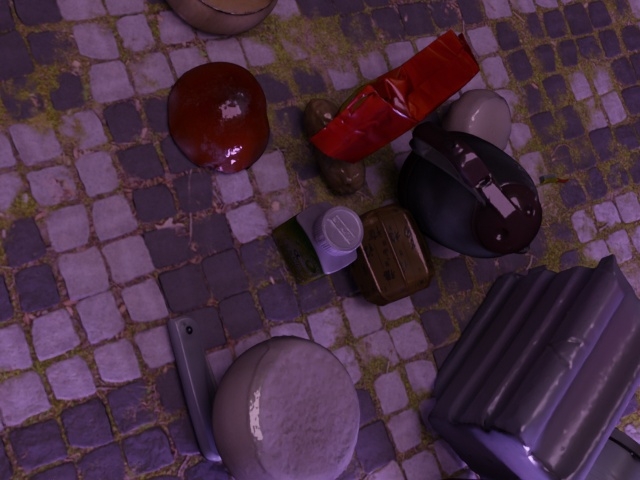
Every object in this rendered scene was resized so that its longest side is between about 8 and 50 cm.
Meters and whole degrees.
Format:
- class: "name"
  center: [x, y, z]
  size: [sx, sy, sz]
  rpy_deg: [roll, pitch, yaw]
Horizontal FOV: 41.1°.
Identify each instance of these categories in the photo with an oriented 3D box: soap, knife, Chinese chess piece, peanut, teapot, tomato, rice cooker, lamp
- class: "soap"
  center: [0.435, 0.265, 1.698]
  size: [0.213, 0.350, 0.435]
  rpy_deg: [48, 63, -17]
- class: "knife"
  center: [-0.214, 0.264, 1.533]
  size: [0.073, 0.040, 0.266]
  rpy_deg: [-14, 83, -40]
- class: "Chinese chess piece"
  center: [-0.200, -0.541, 1.709]
  size: [0.257, 0.104, 0.257]
  rpy_deg: [7, 73, -25]
- class: "peanut"
  center: [0.029, -0.195, 1.742]
  size: [0.099, 0.099, 0.214]
  rpy_deg: [-13, 79, -29]
- class: "teapot"
  center: [0.289, -0.106, 1.672]
  size: [0.233, 0.312, 0.315]
  rpy_deg: [-42, 114, -2]
- class: "tomato"
  center: [-0.188, -0.249, 1.639]
  size: [0.199, 0.112, 0.228]
  rpy_deg: [-22, 85, -27]
- class: "rice cooker"
  center: [0.563, 0.499, 1.766]
  size: [0.226, 0.226, 0.244]
  rpy_deg: [45, 63, -9]
- class: "lamp"
  center: [0.134, 0.029, 1.702]
  size: [0.161, 0.161, 0.185]
  rpy_deg: [-22, 85, -29]

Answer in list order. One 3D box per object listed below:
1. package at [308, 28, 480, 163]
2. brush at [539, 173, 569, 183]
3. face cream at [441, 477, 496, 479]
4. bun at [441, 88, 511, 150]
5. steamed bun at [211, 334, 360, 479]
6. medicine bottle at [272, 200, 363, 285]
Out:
- class: "package"
  center: [0.160, -0.288, 1.715]
  size: [0.123, 0.196, 0.423]
  rpy_deg: [53, 42, -4]
- class: "brush"
  center: [0.560, -0.148, 2.036]
  size: [0.083, 0.019, 0.021]
  rpy_deg: [-3, 69, -25]
- class: "face cream"
  center: [0.304, 0.545, 1.628]
  size: [0.175, 0.195, 0.175]
  rpy_deg: [6, 76, -25]
- class: "bun"
  center: [0.334, -0.255, 1.892]
  size: [0.173, 0.120, 0.173]
  rpy_deg: [-20, 120, -38]
- class: "steamed bun"
  center: [-0.075, 0.313, 1.502]
  size: [0.283, 0.177, 0.283]
  rpy_deg: [17, 64, -40]
- class: "medicine bottle"
  center: [0.000, 0.000, 1.620]
  size: [0.088, 0.188, 0.132]
  rpy_deg: [-27, 89, -29]
